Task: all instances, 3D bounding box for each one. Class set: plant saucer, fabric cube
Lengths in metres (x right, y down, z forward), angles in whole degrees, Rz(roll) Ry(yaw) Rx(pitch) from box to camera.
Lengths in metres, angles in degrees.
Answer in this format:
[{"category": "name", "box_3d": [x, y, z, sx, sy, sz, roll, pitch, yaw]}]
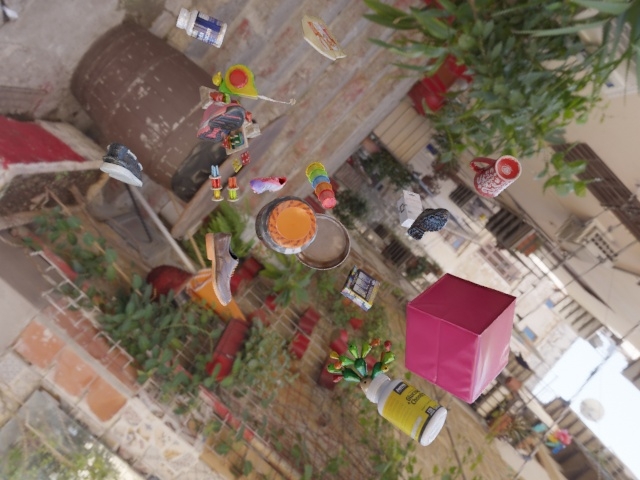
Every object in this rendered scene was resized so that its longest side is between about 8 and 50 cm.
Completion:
[{"category": "plant saucer", "box_3d": [0.000, 0.000, 2.444, 0.310, 0.310, 0.050, -43, -170, 27]}, {"category": "fabric cube", "box_3d": [0.439, 0.298, 1.547, 0.258, 0.259, 0.254, 21, -144, 40]}]

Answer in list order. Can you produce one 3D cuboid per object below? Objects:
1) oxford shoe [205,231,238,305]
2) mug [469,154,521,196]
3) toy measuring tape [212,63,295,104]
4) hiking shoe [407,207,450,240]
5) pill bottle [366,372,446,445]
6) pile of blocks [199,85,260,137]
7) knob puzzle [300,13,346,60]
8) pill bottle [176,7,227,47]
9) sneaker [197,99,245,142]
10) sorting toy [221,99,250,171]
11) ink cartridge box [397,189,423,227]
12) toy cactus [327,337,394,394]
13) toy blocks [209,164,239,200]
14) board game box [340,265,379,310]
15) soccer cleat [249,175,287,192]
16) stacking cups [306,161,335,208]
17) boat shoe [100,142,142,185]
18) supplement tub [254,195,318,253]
[{"category": "oxford shoe", "box_3d": [-0.448, 0.138, 2.289, 0.132, 0.364, 0.130, -8, -160, -5]}, {"category": "mug", "box_3d": [0.602, -0.229, 1.690, 0.169, 0.150, 0.113, 109, -7, -81]}, {"category": "toy measuring tape", "box_3d": [-0.253, -0.611, 1.886, 0.121, 0.329, 0.122, -171, -90, -83]}, {"category": "hiking shoe", "box_3d": [0.404, -0.087, 1.794, 0.114, 0.086, 0.227, -60, -169, -27]}, {"category": "pill bottle", "box_3d": [0.207, 0.408, 1.194, 0.103, 0.184, 0.103, -33, 138, -37]}, {"category": "pile of blocks", "box_3d": [-0.408, -0.633, 2.333, 0.112, 0.362, 0.149, -17, -126, 38]}, {"category": "knob puzzle", "box_3d": [-0.009, -0.708, 1.703, 0.030, 0.213, 0.213, -34, -168, 37]}, {"category": "pill bottle", "box_3d": [-0.441, -0.793, 1.801, 0.094, 0.169, 0.094, -162, -90, -71]}, {"category": "sneaker", "box_3d": [-0.387, -0.480, 1.838, 0.313, 0.115, 0.136, -11, -104, 53]}, {"category": "sorting toy", "box_3d": [-0.360, -0.420, 1.969, 0.132, 0.275, 0.046, -9, -178, 43]}, {"category": "ink cartridge box", "box_3d": [0.434, -0.148, 2.340, 0.060, 0.104, 0.180, 129, -33, -47]}, {"category": "toy cactus", "box_3d": [0.127, 0.383, 1.404, 0.218, 0.181, 0.112, -22, -174, 16]}, {"category": "toy blocks", "box_3d": [-0.409, -0.245, 2.059, 0.054, 0.123, 0.148, -86, 177, -64]}, {"category": "board game box", "box_3d": [0.176, 0.207, 2.129, 0.048, 0.141, 0.170, -50, -175, 37]}, {"category": "soccer cleat", "box_3d": [-0.254, -0.280, 2.351, 0.095, 0.083, 0.248, -33, 170, 24]}, {"category": "stacking cups", "box_3d": [0.008, -0.259, 2.249, 0.096, 0.096, 0.316, -44, -148, 15]}, {"category": "boat shoe", "box_3d": [-0.627, -0.240, 1.566, 0.302, 0.114, 0.091, 177, -72, -74]}, {"category": "supplement tub", "box_3d": [-0.127, -0.056, 1.778, 0.207, 0.207, 0.338, -47, -170, -8]}]
